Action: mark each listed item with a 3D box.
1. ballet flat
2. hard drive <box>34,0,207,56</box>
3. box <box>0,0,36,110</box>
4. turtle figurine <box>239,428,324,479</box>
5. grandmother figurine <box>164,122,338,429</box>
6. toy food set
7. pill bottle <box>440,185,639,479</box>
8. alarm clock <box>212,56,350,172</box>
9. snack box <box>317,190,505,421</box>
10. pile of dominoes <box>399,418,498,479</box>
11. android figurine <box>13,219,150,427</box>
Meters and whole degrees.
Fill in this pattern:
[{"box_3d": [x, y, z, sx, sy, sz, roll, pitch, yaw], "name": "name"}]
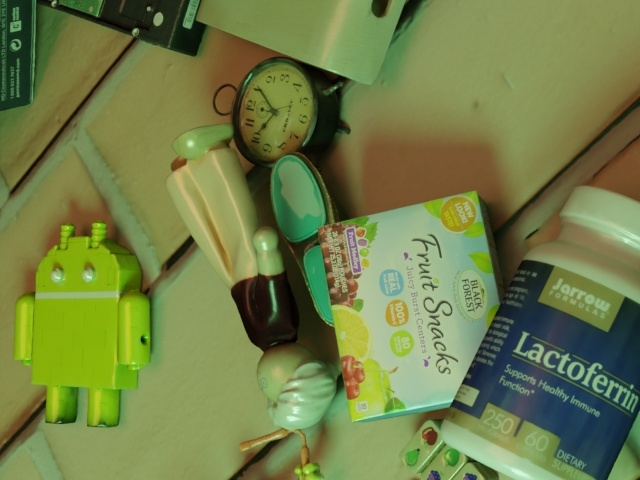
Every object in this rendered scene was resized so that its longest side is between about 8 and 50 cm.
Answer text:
[{"box_3d": [0.000, 0.000, 1.306, 0.073, 0.067, 0.206, -21, 79, 23], "name": "ballet flat"}, {"box_3d": [-0.259, -0.399, 1.553, 0.339, 0.064, 0.237, 23, 99, 36], "name": "hard drive"}, {"box_3d": [-0.638, -0.298, 1.594, 0.293, 0.395, 0.212, 37, 132, 33], "name": "box"}, {"box_3d": [-0.055, 0.359, 1.301, 0.269, 0.087, 0.217, -47, 67, 13], "name": "turtle figurine"}, {"box_3d": [-0.076, 0.049, 1.306, 0.104, 0.208, 0.342, -22, 77, -5], "name": "grandmother figurine"}, {"box_3d": [-0.013, -0.324, 1.356, 0.306, 0.092, 0.220, 28, 102, 44], "name": "toy food set"}, {"box_3d": [0.229, 0.094, 1.051, 0.153, 0.153, 0.265, 22, 83, 37], "name": "pill bottle"}, {"box_3d": [-0.055, -0.151, 1.371, 0.192, 0.064, 0.129, 19, 97, 34], "name": "alarm clock"}, {"box_3d": [0.102, 0.070, 1.194, 0.174, 0.070, 0.207, -12, 78, 14], "name": "snack box"}, {"box_3d": [0.173, 0.294, 1.165, 0.251, 0.040, 0.196, 48, 113, 31], "name": "pile of dominoes"}, {"box_3d": [-0.315, 0.109, 1.546, 0.248, 0.056, 0.273, 0, 86, 37], "name": "android figurine"}]
